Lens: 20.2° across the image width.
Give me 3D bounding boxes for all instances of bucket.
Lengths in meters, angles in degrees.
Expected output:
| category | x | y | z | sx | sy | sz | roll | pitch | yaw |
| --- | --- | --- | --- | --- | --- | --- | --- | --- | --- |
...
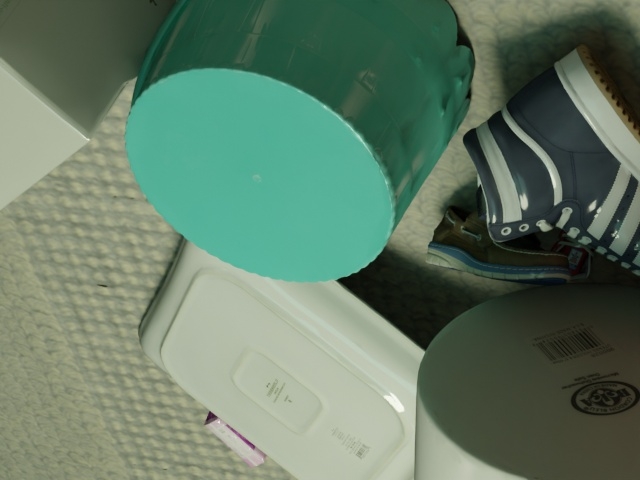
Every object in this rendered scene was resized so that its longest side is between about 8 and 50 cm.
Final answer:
| category | x | y | z | sx | sy | sz | roll | pitch | yaw |
| --- | --- | --- | --- | --- | --- | --- | --- | --- | --- |
| bucket | -0.023 | -0.110 | 1.528 | 0.281 | 0.183 | 0.281 | 15 | 139 | 14 |

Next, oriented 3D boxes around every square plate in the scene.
| category | x | y | z | sx | sy | sz | roll | pitch | yaw |
| --- | --- | --- | --- | --- | --- | --- | --- | --- | --- |
| square plate | -0.030 | 0.139 | 1.838 | 0.344 | 0.049 | 0.347 | 38 | 148 | 4 |

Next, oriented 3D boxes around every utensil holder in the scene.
| category | x | y | z | sx | sy | sz | roll | pitch | yaw |
| --- | --- | --- | --- | --- | --- | --- | --- | --- | --- |
| utensil holder | 0.238 | 0.278 | 1.596 | 0.327 | 0.327 | 0.385 | 10 | 124 | 18 |

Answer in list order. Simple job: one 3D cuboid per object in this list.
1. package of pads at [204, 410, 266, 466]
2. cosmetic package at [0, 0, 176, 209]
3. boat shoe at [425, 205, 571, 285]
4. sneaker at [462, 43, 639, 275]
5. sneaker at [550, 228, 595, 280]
| category | x | y | z | sx | sy | sz | roll | pitch | yaw |
| --- | --- | --- | --- | --- | --- | --- | --- | --- | --- |
| package of pads | -0.089 | 0.211 | 2.025 | 0.032 | 0.050 | 0.083 | -24 | 121 | 43 |
| cosmetic package | -0.316 | -0.127 | 1.655 | 0.155 | 0.197 | 0.365 | 40 | 137 | -16 |
| boat shoe | 0.157 | 0.000 | 1.605 | 0.066 | 0.066 | 0.183 | 8 | -178 | -35 |
| sneaker | 0.233 | -0.017 | 1.523 | 0.153 | 0.099 | 0.282 | -32 | 112 | 13 |
| sneaker | 0.233 | -0.011 | 1.594 | 0.042 | 0.067 | 0.118 | 20 | 141 | 5 |
